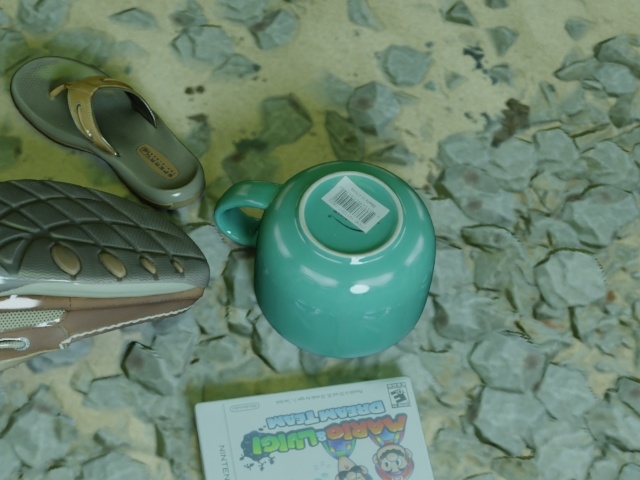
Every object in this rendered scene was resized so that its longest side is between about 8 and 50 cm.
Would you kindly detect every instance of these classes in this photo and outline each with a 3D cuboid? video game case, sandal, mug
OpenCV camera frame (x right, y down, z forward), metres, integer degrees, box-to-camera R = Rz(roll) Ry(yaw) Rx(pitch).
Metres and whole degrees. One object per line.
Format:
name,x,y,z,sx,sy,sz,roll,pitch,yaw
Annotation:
video game case,0.000,0.168,1.185,0.157,0.019,0.143,-7,59,-9
sandal,-0.161,-0.092,1.320,0.180,0.049,0.072,37,62,18
mug,0.005,0.007,1.241,0.158,0.097,0.129,-2,58,-6

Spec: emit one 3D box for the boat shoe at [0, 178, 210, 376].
boat shoe,-0.237,0.036,1.199,0.324,0.116,0.123,0,38,-26
